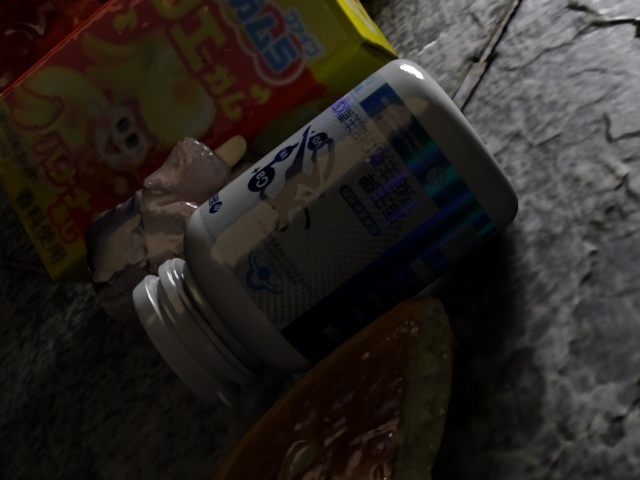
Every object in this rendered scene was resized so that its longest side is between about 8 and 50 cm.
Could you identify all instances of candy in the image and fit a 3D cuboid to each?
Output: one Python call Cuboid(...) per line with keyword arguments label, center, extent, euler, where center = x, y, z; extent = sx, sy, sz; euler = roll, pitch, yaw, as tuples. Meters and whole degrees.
Cuboid(label="candy", center=(-0.097, -0.100, 0.785), extent=(0.276, 0.088, 0.146), euler=(-34, 76, 16))

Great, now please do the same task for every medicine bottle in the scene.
Cuboid(label="medicine bottle", center=(0.000, 0.000, 0.598), extent=(0.191, 0.107, 0.107), euler=(-37, 34, 5))

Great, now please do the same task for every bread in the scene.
Cuboid(label="bread", center=(0.001, 0.109, 0.543), extent=(0.136, 0.054, 0.154), euler=(-22, 35, 31))

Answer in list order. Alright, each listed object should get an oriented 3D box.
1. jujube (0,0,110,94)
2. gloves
Cuboid(label="jujube", center=(-0.226, -0.171, 0.961), extent=(0.213, 0.213, 0.232), euler=(16, 73, 54))
Cuboid(label="gloves", center=(-0.073, 0.000, 0.708), extent=(0.144, 0.094, 0.110), euler=(-5, 57, 19))
